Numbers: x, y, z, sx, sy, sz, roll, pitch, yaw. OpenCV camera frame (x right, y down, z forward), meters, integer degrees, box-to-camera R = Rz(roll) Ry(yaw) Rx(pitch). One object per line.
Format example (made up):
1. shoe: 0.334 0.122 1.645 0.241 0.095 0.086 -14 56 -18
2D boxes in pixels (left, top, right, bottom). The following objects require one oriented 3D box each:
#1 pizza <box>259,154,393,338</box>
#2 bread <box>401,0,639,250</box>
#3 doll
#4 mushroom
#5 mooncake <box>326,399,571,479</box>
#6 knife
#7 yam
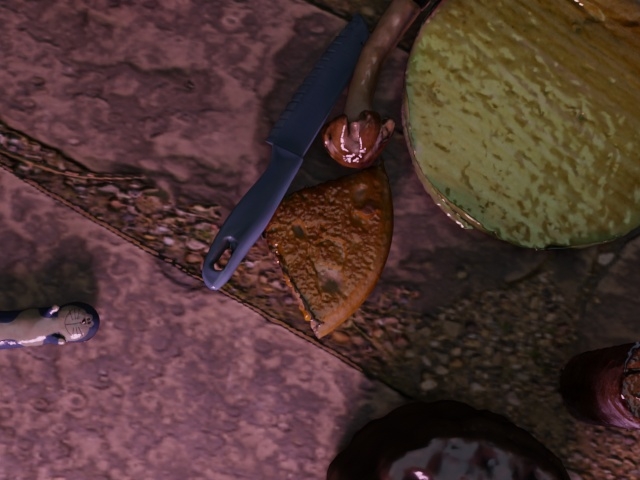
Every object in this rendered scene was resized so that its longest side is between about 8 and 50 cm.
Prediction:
1. pizza: 0.000 0.000 0.816 0.131 0.041 0.178 9 74 -3
2. bread: 0.221 -0.128 0.866 0.301 0.045 0.301 1 83 -5
3. doll: -0.256 0.076 0.780 0.125 0.027 0.037 -6 91 -9
4. mushroom: 0.056 -0.153 0.820 0.060 0.061 0.187 24 79 -18
5. mooncake: 0.112 0.254 0.764 0.228 0.124 0.228 1 84 -9
6. knife: -0.028 -0.089 0.818 0.044 0.019 0.313 26 69 12
7. yam: 0.269 0.129 0.793 0.079 0.141 0.079 1 81 -8
